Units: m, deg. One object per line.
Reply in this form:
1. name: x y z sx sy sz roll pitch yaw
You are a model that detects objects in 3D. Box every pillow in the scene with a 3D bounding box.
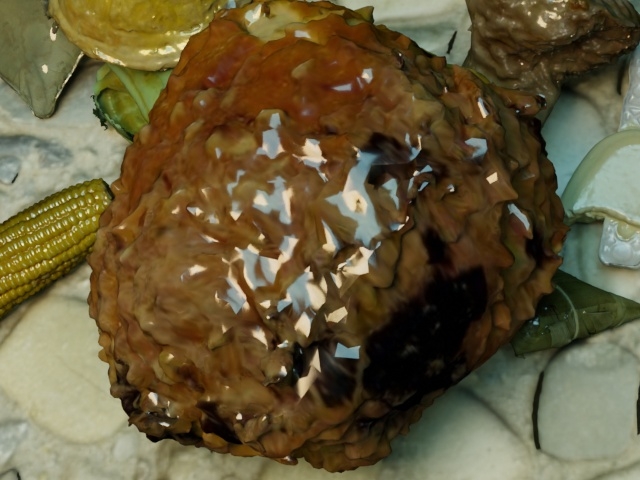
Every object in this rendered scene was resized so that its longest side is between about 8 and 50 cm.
1. pillow: -0.329 -0.271 1.311 0.302 0.075 0.185 37 98 19

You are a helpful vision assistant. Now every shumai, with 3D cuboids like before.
1. shumai: 0.176 -0.171 1.141 0.166 0.206 0.176 43 102 25

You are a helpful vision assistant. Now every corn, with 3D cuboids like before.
1. corn: -0.286 0.023 1.192 0.231 0.080 0.080 -31 66 -4

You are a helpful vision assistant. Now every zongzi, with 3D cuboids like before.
1. zongzi: 0.195 0.026 1.130 0.130 0.062 0.154 -15 48 -18

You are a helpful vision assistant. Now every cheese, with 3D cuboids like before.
1. cheese: 0.285 -0.077 1.143 0.127 0.050 0.235 11 71 15

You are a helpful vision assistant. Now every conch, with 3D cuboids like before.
1. conch: -0.155 -0.132 1.232 0.200 0.079 0.095 20 77 37

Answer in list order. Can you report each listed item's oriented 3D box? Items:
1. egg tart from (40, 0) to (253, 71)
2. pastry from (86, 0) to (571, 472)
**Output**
1. egg tart: -0.151 -0.275 1.195 0.252 0.098 0.232 -29 66 -2
2. pastry: 0.015 -0.008 1.030 0.337 0.292 0.405 1 60 29
